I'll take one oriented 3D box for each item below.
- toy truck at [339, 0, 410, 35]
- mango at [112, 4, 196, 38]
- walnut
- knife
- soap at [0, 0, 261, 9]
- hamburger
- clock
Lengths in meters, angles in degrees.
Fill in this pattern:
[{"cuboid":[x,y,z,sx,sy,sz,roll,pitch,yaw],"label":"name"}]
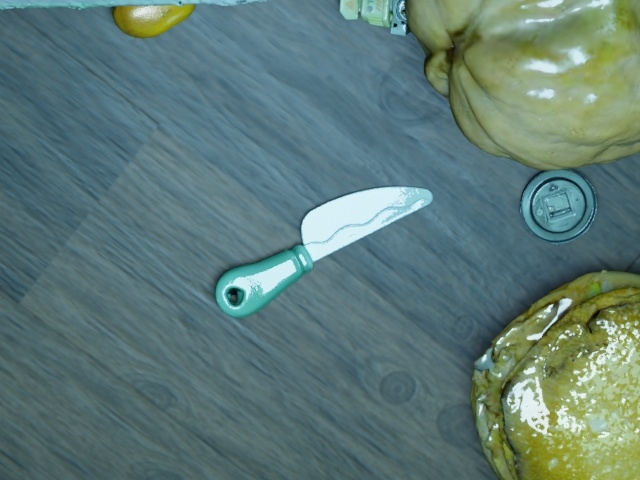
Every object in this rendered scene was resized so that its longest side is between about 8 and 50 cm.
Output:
[{"cuboid":[0.069,-0.299,1.763,0.100,0.077,0.169,7,105,10],"label":"toy truck"},{"cuboid":[-0.172,-0.242,1.779,0.089,0.046,0.060,-12,105,-13],"label":"mango"},{"cuboid":[0.261,-0.230,1.673,0.344,0.306,0.306,-20,105,-34],"label":"walnut"},{"cuboid":[-0.001,-0.001,1.848,0.260,0.034,0.063,-32,95,-2],"label":"knife"},{"cuboid":[-0.148,-0.313,1.637,0.446,0.261,0.156,2,107,22],"label":"soap"},{"cuboid":[0.316,0.185,1.827,0.314,0.170,0.290,44,94,-9],"label":"hamburger"},{"cuboid":[0.257,-0.038,1.854,0.085,0.017,0.085,-1,102,-3],"label":"clock"}]
